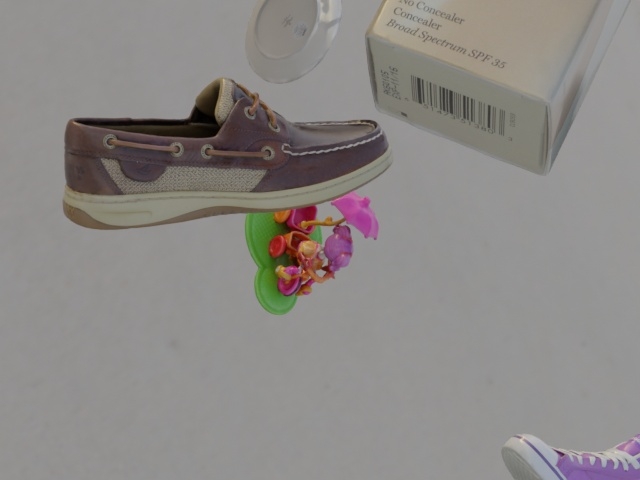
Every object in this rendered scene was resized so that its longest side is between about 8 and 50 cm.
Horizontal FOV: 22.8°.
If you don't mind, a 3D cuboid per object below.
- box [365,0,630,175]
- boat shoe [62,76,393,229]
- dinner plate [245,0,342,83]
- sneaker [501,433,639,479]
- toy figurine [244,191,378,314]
[{"bbox_3d":[0.164,-0.222,1.162,0.148,0.311,0.121,21,-19,15],"label":"box"},{"bbox_3d":[-0.086,-0.097,1.542,0.123,0.342,0.123,-144,-131,-62],"label":"boat shoe"},{"bbox_3d":[-0.035,-0.246,1.795,0.017,0.141,0.141,22,38,-49],"label":"dinner plate"},{"bbox_3d":[0.363,0.304,2.143,0.282,0.161,0.102,43,-12,-34],"label":"sneaker"},{"bbox_3d":[0.000,0.000,1.989,0.130,0.159,0.173,26,64,-36],"label":"toy figurine"}]
